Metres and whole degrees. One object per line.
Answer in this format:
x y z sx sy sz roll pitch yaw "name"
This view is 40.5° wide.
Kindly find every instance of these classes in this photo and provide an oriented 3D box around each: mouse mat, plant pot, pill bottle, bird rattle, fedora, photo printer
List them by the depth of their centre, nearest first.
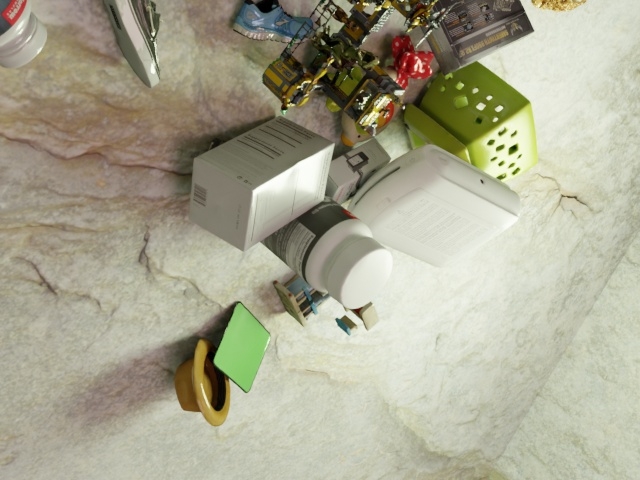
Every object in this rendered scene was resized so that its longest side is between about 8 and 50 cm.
-0.437 -0.308 1.109 0.108 0.108 0.180 -47 145 -7 "pill bottle"
0.000 0.000 1.703 0.161 0.283 0.161 -29 139 -29 "pill bottle"
0.111 -0.297 1.746 0.253 0.143 0.206 -41 157 -36 "bird rattle"
0.229 -0.071 1.823 0.308 0.107 0.256 22 136 -34 "photo printer"
-0.254 0.303 1.826 0.079 0.194 0.194 -15 145 13 "fedora"
-0.171 0.237 1.908 0.189 0.007 0.152 55 50 -52 "mouse mat"
0.323 -0.234 1.912 0.207 0.228 0.227 -38 145 -8 "plant pot"

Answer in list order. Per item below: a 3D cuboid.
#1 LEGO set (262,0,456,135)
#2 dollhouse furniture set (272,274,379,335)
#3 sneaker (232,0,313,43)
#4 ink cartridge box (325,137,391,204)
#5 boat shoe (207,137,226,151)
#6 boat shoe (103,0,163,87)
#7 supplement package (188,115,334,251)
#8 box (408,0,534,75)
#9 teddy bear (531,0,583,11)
0.081 -0.317 1.492 0.331 0.192 0.255 -49 168 17 "LEGO set"
0.012 0.135 1.921 0.129 0.184 0.129 -41 143 -14 "dollhouse furniture set"
-0.072 -0.380 1.483 0.162 0.063 0.073 -9 124 -44 "sneaker"
0.061 -0.135 1.812 0.151 0.063 0.109 -31 164 -27 "ink cartridge box"
-0.198 -0.127 1.587 0.046 0.038 0.125 -22 137 -56 "boat shoe"
-0.271 -0.329 1.297 0.070 0.078 0.219 -35 140 -20 "boat shoe"
-0.105 -0.109 1.574 0.244 0.134 0.139 -35 146 -45 "supplement package"
0.302 -0.456 1.736 0.231 0.056 0.183 -30 96 -29 "box"
0.569 -0.656 1.899 0.245 0.113 0.337 -9 127 -41 "teddy bear"
